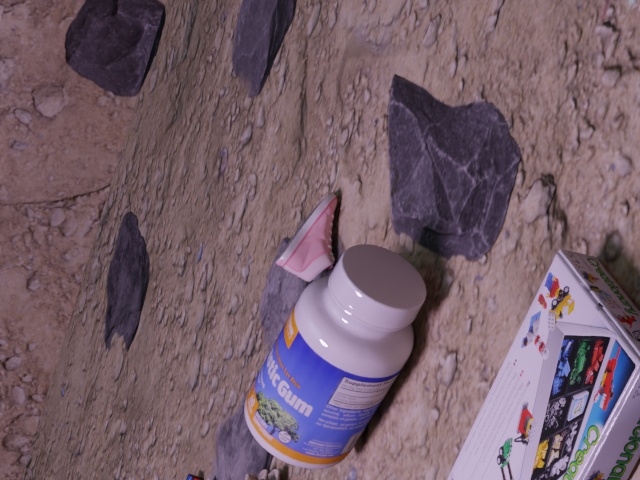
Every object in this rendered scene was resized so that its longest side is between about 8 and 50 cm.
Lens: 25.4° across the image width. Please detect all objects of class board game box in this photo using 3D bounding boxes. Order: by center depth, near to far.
[{"bbox_3d":[0.222,0.187,1.360,0.193,0.053,0.305,-116,43,-55],"label":"board game box"}]

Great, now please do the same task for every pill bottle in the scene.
[{"bbox_3d":[0.021,0.139,1.731,0.152,0.152,0.272,-105,34,-47],"label":"pill bottle"}]

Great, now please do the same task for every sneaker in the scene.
[{"bbox_3d":[0.000,0.000,1.996,0.134,0.070,0.051,-55,4,-23],"label":"sneaker"}]

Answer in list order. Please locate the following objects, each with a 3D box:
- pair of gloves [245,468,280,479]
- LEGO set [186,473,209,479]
[{"bbox_3d":[-0.139,0.424,2.019,0.240,0.042,0.204,-42,21,58],"label":"pair of gloves"},{"bbox_3d":[-0.190,0.482,2.231,0.182,0.060,0.244,-56,30,18],"label":"LEGO set"}]
